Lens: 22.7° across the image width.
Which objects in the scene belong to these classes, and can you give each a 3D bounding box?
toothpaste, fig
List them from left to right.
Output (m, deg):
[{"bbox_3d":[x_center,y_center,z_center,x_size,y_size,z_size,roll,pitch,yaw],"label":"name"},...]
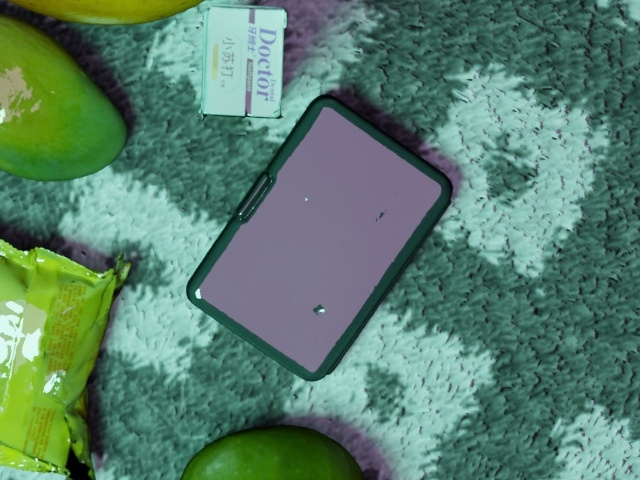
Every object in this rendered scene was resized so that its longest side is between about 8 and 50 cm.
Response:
[{"bbox_3d":[-0.067,-0.142,1.308,0.071,0.313,0.089,3,95,-3],"label":"toothpaste"},{"bbox_3d":[-0.039,0.265,1.426,0.181,0.191,0.181,-11,130,-14],"label":"fig"}]

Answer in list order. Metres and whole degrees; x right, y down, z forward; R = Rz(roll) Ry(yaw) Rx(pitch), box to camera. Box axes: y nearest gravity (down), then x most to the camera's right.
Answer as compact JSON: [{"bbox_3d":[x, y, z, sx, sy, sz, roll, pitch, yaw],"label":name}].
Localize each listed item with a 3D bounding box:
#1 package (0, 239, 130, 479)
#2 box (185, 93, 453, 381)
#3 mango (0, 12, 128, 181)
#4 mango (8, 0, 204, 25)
[{"bbox_3d":[-0.263,0.105,1.437,0.168,0.090,0.226,13,98,-7],"label":"package"},{"bbox_3d":[0.000,0.000,1.458,0.160,0.050,0.230,35,94,-6],"label":"box"},{"bbox_3d":[-0.263,-0.124,1.418,0.194,0.092,0.130,23,92,-14],"label":"mango"},{"bbox_3d":[-0.191,-0.272,1.382,0.257,0.138,0.187,26,76,-9],"label":"mango"}]
